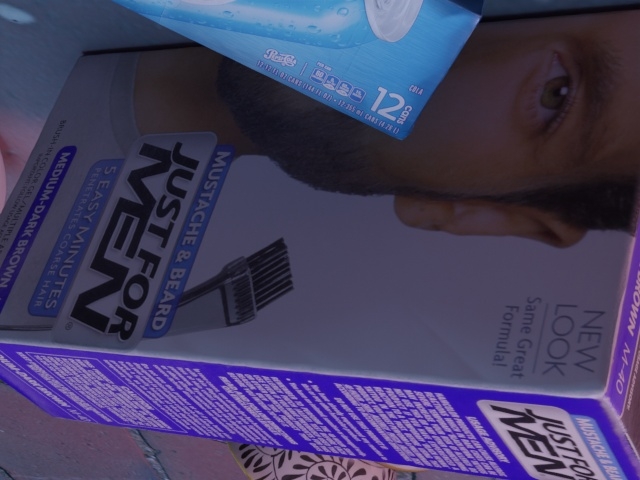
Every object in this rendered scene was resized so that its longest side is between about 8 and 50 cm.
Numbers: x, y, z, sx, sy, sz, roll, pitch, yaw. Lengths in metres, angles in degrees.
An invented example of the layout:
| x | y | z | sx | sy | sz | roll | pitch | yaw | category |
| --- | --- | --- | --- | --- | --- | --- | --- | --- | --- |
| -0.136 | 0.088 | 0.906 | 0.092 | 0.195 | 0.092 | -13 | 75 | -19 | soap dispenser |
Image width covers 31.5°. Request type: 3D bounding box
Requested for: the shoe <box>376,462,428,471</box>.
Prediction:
| x | y | z | sx | sy | sz | roll | pitch | yaw | category |
| --- | --- | --- | --- | --- | --- | --- | --- | --- | --- |
| 0.047 | 0.120 | 0.875 | 0.058 | 0.076 | 0.219 | -1 | 147 | 44 | shoe |

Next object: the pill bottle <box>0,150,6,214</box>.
| x | y | z | sx | sy | sz | roll | pitch | yaw | category |
| --- | --- | --- | --- | --- | --- | --- | --- | --- | --- |
| -0.329 | -0.041 | 0.756 | 0.208 | 0.119 | 0.119 | 9 | 153 | 19 | pill bottle |

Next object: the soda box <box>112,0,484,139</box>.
| x | y | z | sx | sy | sz | roll | pitch | yaw | category |
| --- | --- | --- | --- | --- | --- | --- | --- | --- | --- |
| -0.041 | -0.124 | 0.430 | 0.210 | 0.071 | 0.067 | 25 | 133 | -7 | soda box |

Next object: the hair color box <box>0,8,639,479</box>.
| x | y | z | sx | sy | sz | roll | pitch | yaw | category |
| --- | --- | --- | --- | --- | --- | --- | --- | --- | --- |
| 0.000 | 0.000 | 0.544 | 0.339 | 0.185 | 0.110 | 2 | 148 | 30 | hair color box |

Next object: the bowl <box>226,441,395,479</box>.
| x | y | z | sx | sy | sz | roll | pitch | yaw | category |
| --- | --- | --- | --- | --- | --- | --- | --- | --- | --- |
| 0.007 | 0.165 | 0.954 | 0.170 | 0.080 | 0.170 | 36 | -165 | -11 | bowl |
